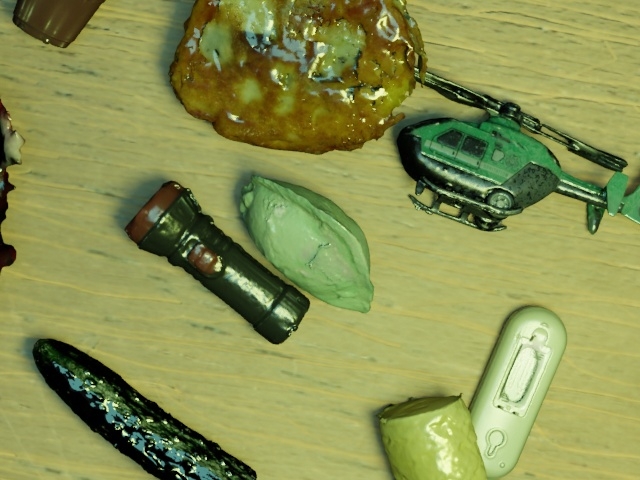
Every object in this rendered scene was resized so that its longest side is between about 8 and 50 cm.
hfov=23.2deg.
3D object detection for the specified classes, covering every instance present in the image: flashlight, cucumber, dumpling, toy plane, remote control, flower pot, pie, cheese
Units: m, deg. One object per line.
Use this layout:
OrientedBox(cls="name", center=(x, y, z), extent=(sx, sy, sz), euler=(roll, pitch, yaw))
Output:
OrientedBox(cls="flashlight", center=(-0.116, 0.031, 1.825), extent=(0.232, 0.093, 0.093), euler=(40, 88, -4))
OrientedBox(cls="cucumber", center=(-0.215, 0.217, 1.828), extent=(0.303, 0.081, 0.072), euler=(35, 45, 0))
OrientedBox(cls="dumpling", center=(-0.008, 0.007, 1.802), extent=(0.105, 0.149, 0.216), euler=(-43, 100, 9))
OrientedBox(cls="toy plane", center=(0.239, -0.085, 1.847), extent=(0.382, 0.106, 0.155), euler=(19, 78, 1))
OrientedBox(cls="remote control", center=(0.231, 0.184, 1.874), extent=(0.078, 0.042, 0.221), euler=(23, 91, -5))
OrientedBox(cls="flower pot", center=(-0.305, -0.275, 1.802), extent=(0.111, 0.111, 0.089), euler=(28, 102, -4))
OrientedBox(cls="pie", center=(-0.022, -0.234, 1.787), extent=(0.308, 0.085, 0.308), euler=(4, 106, 13))
OrientedBox(cls="cheese", center=(0.136, 0.271, 1.831), extent=(0.094, 0.123, 0.167), euler=(-19, 95, -47))

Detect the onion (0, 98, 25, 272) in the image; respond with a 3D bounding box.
OrientedBox(cls="onion", center=(-0.489, -0.068, 1.696), extent=(0.341, 0.341, 0.341), euler=(0, 91, -4))
